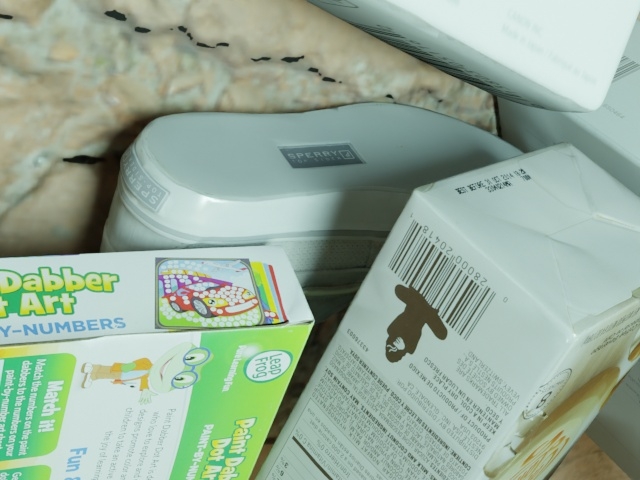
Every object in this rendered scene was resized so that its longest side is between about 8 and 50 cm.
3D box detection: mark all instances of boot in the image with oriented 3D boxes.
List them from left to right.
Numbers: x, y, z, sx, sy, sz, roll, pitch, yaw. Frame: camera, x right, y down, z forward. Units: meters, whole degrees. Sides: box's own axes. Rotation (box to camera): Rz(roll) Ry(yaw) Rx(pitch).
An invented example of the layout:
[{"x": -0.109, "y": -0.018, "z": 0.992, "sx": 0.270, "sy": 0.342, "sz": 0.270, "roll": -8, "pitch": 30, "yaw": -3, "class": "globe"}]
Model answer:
[{"x": 0.000, "y": 0.000, "z": 0.640, "sx": 0.258, "sy": 0.095, "sz": 0.123, "roll": 0, "pitch": 134, "yaw": -32, "class": "boot"}]

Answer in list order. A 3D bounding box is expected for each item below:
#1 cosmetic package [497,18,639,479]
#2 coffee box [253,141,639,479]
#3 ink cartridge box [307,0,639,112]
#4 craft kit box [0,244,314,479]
[{"x": 0.250, "y": 0.075, "z": 0.652, "sx": 0.097, "sy": 0.377, "sz": 0.284, "roll": -26, "pitch": 133, "yaw": -16, "class": "cosmetic package"}, {"x": 0.064, "y": 0.085, "z": 0.590, "sx": 0.141, "sy": 0.098, "sz": 0.247, "roll": -18, "pitch": 143, "yaw": -47, "class": "coffee box"}, {"x": 0.070, "y": -0.281, "z": 0.502, "sx": 0.308, "sy": 0.091, "sz": 0.385, "roll": 18, "pitch": 92, "yaw": -41, "class": "ink cartridge box"}, {"x": -0.152, "y": 0.109, "z": 0.563, "sx": 0.246, "sy": 0.061, "sz": 0.250, "roll": 0, "pitch": 136, "yaw": -24, "class": "craft kit box"}]
